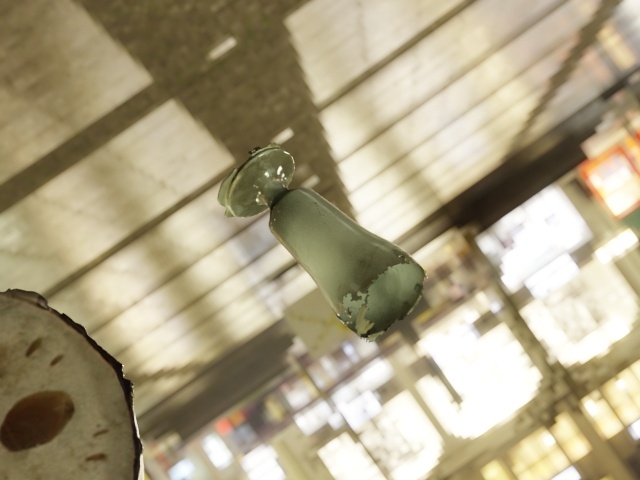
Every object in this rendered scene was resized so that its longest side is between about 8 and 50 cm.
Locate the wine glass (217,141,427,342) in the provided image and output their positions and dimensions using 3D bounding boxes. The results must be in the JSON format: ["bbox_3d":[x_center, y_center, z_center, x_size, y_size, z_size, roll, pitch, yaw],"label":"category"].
[{"bbox_3d":[0.000,0.000,1.245,0.072,0.155,0.072,-32,146,-25],"label":"wine glass"}]

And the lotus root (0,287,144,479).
[{"bbox_3d":[-0.216,0.180,1.032,0.272,0.272,0.192,-33,151,-21],"label":"lotus root"}]
